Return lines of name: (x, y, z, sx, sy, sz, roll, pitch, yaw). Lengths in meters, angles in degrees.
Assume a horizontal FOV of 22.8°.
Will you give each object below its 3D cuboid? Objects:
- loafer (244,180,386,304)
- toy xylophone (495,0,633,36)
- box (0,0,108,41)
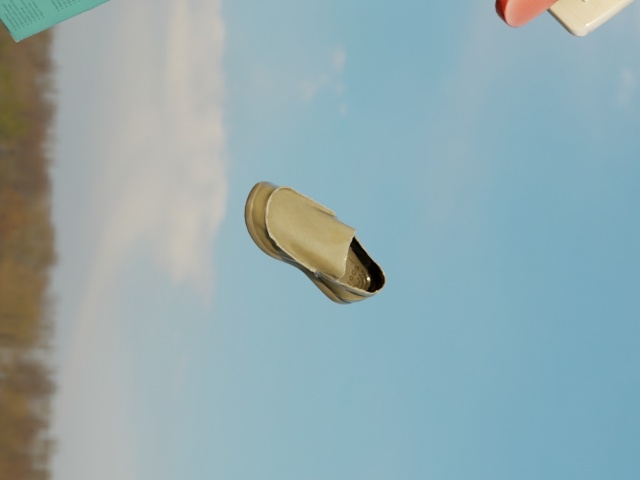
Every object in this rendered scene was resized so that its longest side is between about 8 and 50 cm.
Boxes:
loafer: (0.000, 0.000, 1.215, 0.050, 0.148, 0.056, -5, -120, 41)
toy xylophone: (0.142, -0.250, 0.960, 0.081, 0.236, 0.322, 45, -6, 32)
box: (-0.162, -0.247, 1.308, 0.244, 0.060, 0.100, -17, -152, 34)
